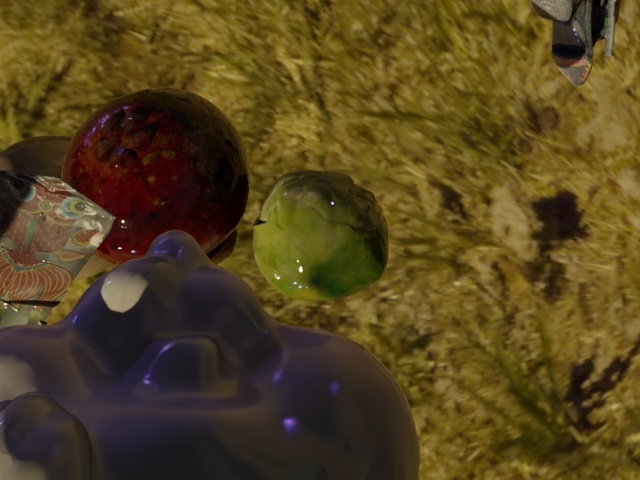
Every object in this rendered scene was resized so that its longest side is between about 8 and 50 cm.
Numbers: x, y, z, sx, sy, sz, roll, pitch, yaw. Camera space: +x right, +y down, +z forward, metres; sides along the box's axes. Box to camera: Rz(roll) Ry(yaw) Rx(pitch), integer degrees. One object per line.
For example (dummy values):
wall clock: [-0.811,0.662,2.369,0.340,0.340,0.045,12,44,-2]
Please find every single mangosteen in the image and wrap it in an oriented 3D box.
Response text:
mangosteen: [-0.175,-0.052,1.533,0.215,0.257,0.215,-7,62,13]

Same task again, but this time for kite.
kite: [-0.267,0.052,1.171,0.127,0.016,0.229,15,82,10]

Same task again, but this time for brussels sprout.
brussels sprout: [-0.002,0.004,1.532,0.151,0.122,0.149,-36,121,25]

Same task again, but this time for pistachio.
pistachio: [-0.386,-0.043,1.983,0.208,0.332,0.226,3,105,41]

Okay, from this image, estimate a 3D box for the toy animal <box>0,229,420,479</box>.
toy animal: [-0.032,0.132,0.370,0.249,0.289,0.174,19,124,11]

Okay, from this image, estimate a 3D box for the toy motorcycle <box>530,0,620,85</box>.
toy motorcycle: [0.325,-0.350,1.779,0.108,0.307,0.173,16,64,36]

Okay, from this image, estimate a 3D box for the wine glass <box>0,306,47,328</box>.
wine glass: [-0.406,0.116,1.510,0.202,0.093,0.093,-20,81,-8]
